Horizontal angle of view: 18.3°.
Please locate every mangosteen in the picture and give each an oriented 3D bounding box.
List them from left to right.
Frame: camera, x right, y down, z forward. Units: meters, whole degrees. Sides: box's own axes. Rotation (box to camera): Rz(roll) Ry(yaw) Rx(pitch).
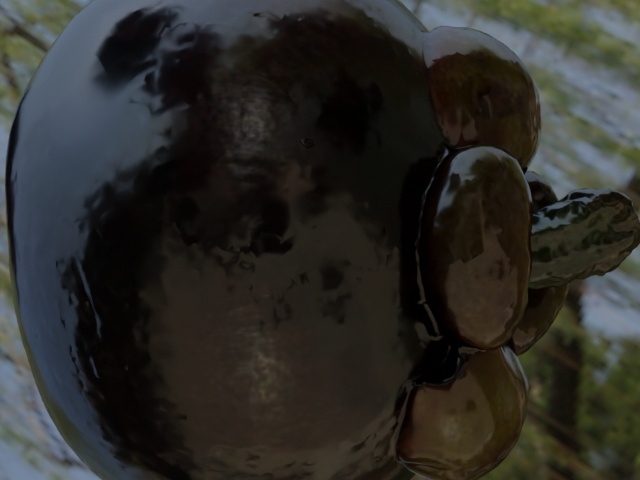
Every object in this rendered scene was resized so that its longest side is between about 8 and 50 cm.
[{"bbox_3d":[0.000,0.000,0.435,0.140,0.140,0.140,-27,-47,-33],"label":"mangosteen"}]
